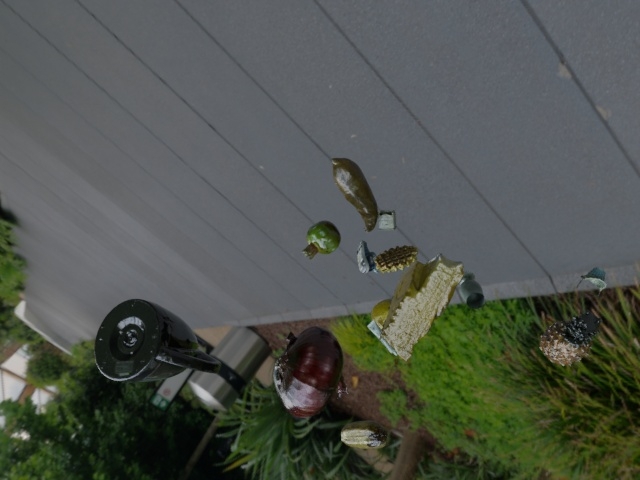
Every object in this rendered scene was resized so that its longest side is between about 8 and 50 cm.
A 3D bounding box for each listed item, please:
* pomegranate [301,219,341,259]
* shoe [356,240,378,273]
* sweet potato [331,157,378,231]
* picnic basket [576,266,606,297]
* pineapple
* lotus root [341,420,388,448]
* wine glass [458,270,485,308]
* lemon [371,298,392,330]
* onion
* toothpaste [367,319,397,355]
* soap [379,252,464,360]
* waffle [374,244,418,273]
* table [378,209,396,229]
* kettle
[{"bbox_3d":[0.000,0.000,1.876,0.159,0.205,0.159,32,149,22],"label":"pomegranate"},{"bbox_3d":[0.174,0.059,1.577,0.071,0.143,0.064,6,137,-17],"label":"shoe"},{"bbox_3d":[0.169,-0.196,1.857,0.130,0.131,0.423,2,137,41],"label":"sweet potato"},{"bbox_3d":[0.805,0.122,1.245,0.065,0.083,0.083,30,-178,5],"label":"picnic basket"},{"bbox_3d":[0.871,0.320,1.454,0.157,0.158,0.279,22,147,18],"label":"pineapple"},{"bbox_3d":[0.185,0.809,1.765,0.097,0.110,0.258,2,162,-43],"label":"lotus root"},{"bbox_3d":[0.646,0.213,1.825,0.092,0.202,0.093,2,110,5],"label":"wine glass"},{"bbox_3d":[0.388,0.422,2.362,0.231,0.192,0.192,-23,123,26],"label":"lemon"},{"bbox_3d":[-0.004,0.416,1.315,0.284,0.273,0.273,27,151,-10],"label":"onion"},{"bbox_3d":[0.337,0.523,2.252,0.218,0.041,0.064,49,130,19],"label":"toothpaste"},{"bbox_3d":[0.375,0.250,1.577,0.169,0.339,0.304,27,150,-4],"label":"soap"},{"bbox_3d":[0.296,0.071,1.658,0.191,0.191,0.038,-2,117,44],"label":"waffle"},{"bbox_3d":[0.307,-0.095,1.951,0.079,0.062,0.084,0,105,20],"label":"table"},{"bbox_3d":[-0.424,0.285,1.169,0.250,0.208,0.271,-17,155,11],"label":"kettle"}]
